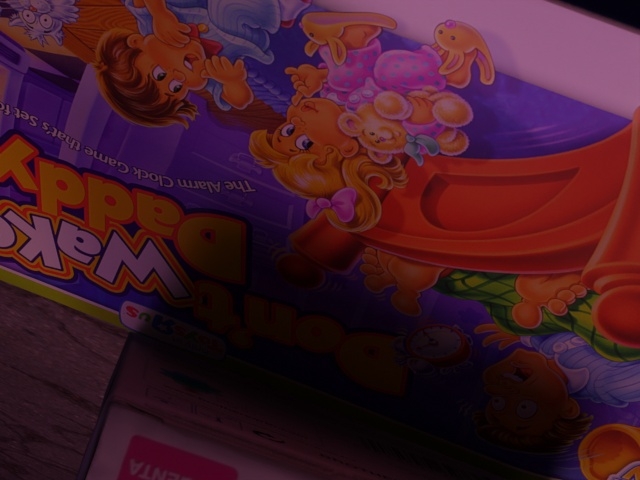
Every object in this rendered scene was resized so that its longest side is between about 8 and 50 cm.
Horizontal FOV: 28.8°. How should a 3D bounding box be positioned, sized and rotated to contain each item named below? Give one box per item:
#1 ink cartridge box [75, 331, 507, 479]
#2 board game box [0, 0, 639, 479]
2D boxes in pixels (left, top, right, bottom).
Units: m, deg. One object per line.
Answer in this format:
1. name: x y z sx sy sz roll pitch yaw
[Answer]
1. ink cartridge box: -0.009 0.095 0.573 0.186 0.065 0.311 21 -176 -7
2. board game box: 0.027 -0.031 0.457 0.347 0.078 0.233 21 139 6
